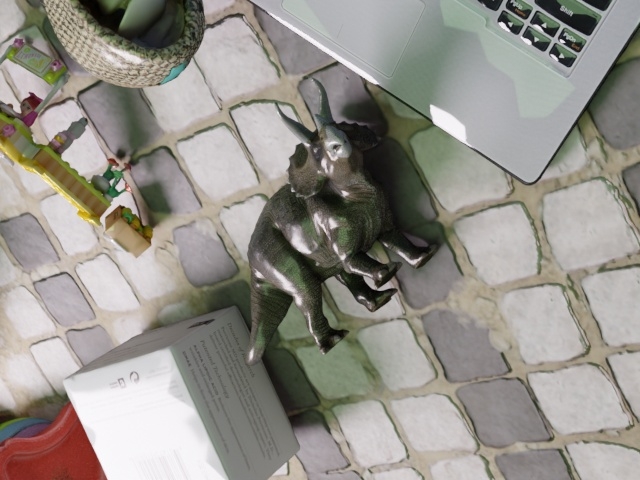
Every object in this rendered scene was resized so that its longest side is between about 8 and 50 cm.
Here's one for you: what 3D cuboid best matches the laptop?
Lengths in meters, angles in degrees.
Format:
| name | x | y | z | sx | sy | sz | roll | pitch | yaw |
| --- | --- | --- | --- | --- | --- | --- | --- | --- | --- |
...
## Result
| name | x | y | z | sx | sy | sz | roll | pitch | yaw |
| --- | --- | --- | --- | --- | --- | --- | --- | --- | --- |
| laptop | 0.040 | -0.239 | 0.709 | 0.382 | 0.236 | 0.408 | 35 | 131 | 10 |

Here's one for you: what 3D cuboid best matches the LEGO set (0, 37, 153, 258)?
| name | x | y | z | sx | sy | sz | roll | pitch | yaw |
| --- | --- | --- | --- | --- | --- | --- | --- | --- | --- |
| LEGO set | -0.272 | -0.110 | 1.113 | 0.287 | 0.107 | 0.132 | 36 | 166 | 3 |

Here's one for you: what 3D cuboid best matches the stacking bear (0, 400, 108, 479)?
| name | x | y | z | sx | sy | sz | roll | pitch | yaw |
| --- | --- | --- | --- | --- | --- | --- | --- | --- | --- |
| stacking bear | -0.405 | 0.303 | 1.408 | 0.289 | 0.175 | 0.164 | -7 | 107 | 46 |

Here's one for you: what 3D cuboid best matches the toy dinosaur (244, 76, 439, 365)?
| name | x | y | z | sx | sy | sz | roll | pitch | yaw |
| --- | --- | --- | --- | --- | --- | --- | --- | --- | --- |
| toy dinosaur | 0.000 | 0.000 | 0.990 | 0.160 | 0.121 | 0.313 | 49 | 138 | 13 |

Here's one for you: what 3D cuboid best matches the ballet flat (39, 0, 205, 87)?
| name | x | y | z | sx | sy | sz | roll | pitch | yaw |
| --- | --- | --- | --- | --- | --- | --- | --- | --- | --- |
| ballet flat | -0.215 | -0.341 | 0.807 | 0.482 | 0.164 | 0.182 | 63 | 163 | -15 |

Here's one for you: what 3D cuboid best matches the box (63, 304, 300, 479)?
| name | x | y | z | sx | sy | sz | roll | pitch | yaw |
| --- | --- | --- | --- | --- | --- | --- | --- | --- | --- |
| box | -0.150 | 0.189 | 1.162 | 0.181 | 0.119 | 0.182 | -19 | 97 | 36 |
